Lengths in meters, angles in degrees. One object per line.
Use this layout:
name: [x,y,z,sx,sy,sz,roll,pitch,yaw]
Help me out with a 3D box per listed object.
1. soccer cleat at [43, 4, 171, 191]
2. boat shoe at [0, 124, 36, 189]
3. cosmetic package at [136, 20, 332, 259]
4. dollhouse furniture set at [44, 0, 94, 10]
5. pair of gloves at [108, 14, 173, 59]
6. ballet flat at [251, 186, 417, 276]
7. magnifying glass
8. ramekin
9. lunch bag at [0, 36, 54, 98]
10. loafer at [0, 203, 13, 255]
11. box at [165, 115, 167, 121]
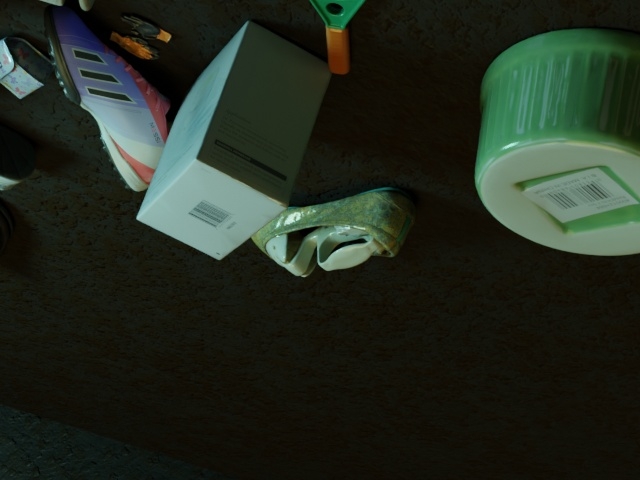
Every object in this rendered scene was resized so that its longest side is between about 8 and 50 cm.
soccer cleat: [-0.277,-0.206,1.670,0.116,0.109,0.318,-19,130,9]
boat shoe: [-0.615,-0.167,1.908,0.320,0.118,0.103,23,149,-28]
cosmetic package: [-0.115,-0.128,1.588,0.138,0.225,0.224,28,151,-17]
dollhouse furniture set: [-0.389,-0.380,1.288,0.303,0.198,0.286,16,153,0]
pair of gloves: [-0.244,-0.273,1.618,0.074,0.010,0.083,25,151,-17]
ballet flat: [0.000,0.000,1.891,0.348,0.123,0.123,-12,142,43]
magnifying glass: [0.020,-0.279,1.455,0.092,0.026,0.231,11,151,9]
ramekin: [0.333,-0.106,1.472,0.303,0.148,0.303,13,153,7]
lunch bag: [-0.436,-0.250,1.720,0.071,0.053,0.083,-17,129,45]
loafer: [-0.650,0.011,2.279,0.109,0.095,0.302,20,153,-8]
box: [-0.271,-0.195,1.771,0.083,0.018,0.067,13,153,6]
